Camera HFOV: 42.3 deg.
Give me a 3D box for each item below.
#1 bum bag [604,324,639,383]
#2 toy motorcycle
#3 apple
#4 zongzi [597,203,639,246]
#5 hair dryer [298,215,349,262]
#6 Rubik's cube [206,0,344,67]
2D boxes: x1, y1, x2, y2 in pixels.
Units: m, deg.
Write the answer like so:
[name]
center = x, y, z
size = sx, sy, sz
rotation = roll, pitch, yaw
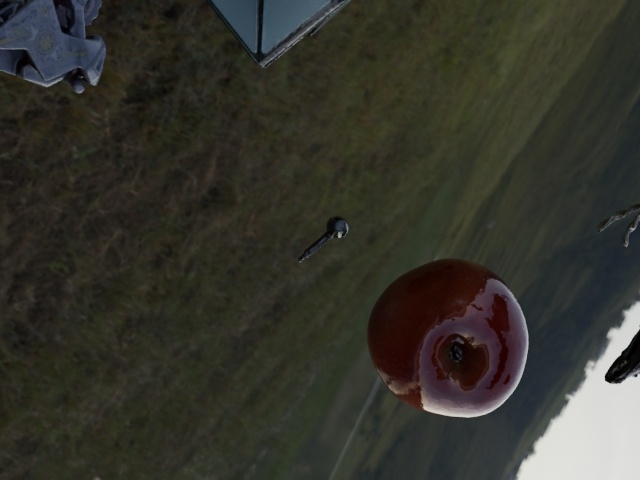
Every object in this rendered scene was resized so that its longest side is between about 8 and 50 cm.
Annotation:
[bum bag]
center = 0.459, 0.103, 1.045
size = 0.123, 0.060, 0.248
rotation = -23, 159, -36
[toy motorcycle]
center = -0.282, -0.165, 0.757
size = 0.215, 0.080, 0.123
rotation = -43, 136, -26
[apple]
center = 0.209, 0.164, 1.343
size = 0.216, 0.260, 0.260
rotation = -108, -137, -84
[zongzi]
center = 0.632, -0.043, 1.152
size = 0.467, 0.499, 0.218
rotation = -28, 117, -62
[hair dryer]
center = 0.000, 0.000, 1.101
size = 0.083, 0.031, 0.079
rotation = -38, -179, -9
[Rubik's cube]
center = -0.067, -0.517, 1.584
size = 0.248, 0.246, 0.250
rotation = -34, -169, 32
